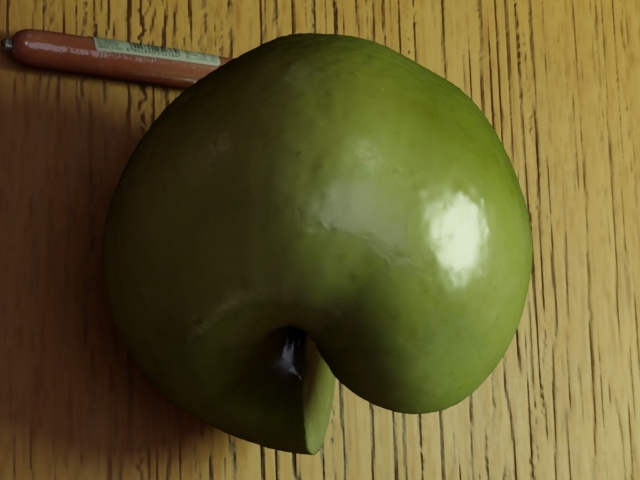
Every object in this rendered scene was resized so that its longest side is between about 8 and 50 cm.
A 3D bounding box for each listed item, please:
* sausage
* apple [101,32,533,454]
[{"bbox_3d":[-0.130,-0.132,1.335,0.223,0.029,0.029,6,75,-24],"label":"sausage"},{"bbox_3d":[0.000,0.000,1.225,0.292,0.292,0.254,25,48,-18],"label":"apple"}]
